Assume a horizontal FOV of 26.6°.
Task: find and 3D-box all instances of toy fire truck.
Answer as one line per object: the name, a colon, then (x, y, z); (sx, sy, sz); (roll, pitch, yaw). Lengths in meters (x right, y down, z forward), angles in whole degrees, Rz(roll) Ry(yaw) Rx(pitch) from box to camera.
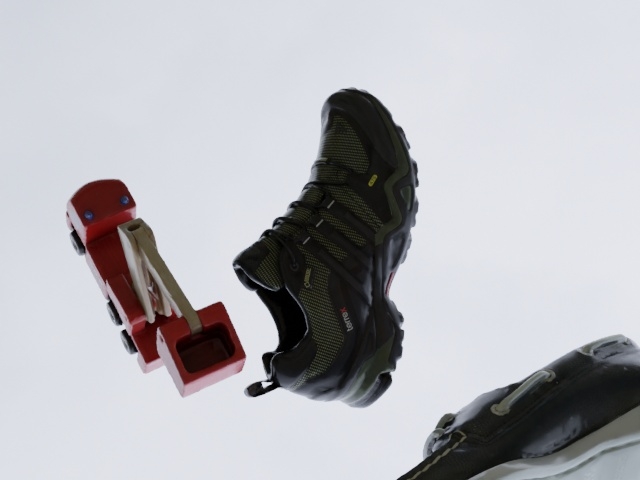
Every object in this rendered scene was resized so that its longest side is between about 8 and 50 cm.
toy fire truck: (-0.121, 0.028, 0.939); (0.047, 0.135, 0.192); (-24, -107, -19)

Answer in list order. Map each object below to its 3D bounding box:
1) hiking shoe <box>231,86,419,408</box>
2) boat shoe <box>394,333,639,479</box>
hiking shoe: (0.000, 0.000, 0.935); (0.086, 0.114, 0.227); (-15, -109, 59)
boat shoe: (0.117, 0.141, 0.840); (0.302, 0.114, 0.091); (-14, -139, -36)
